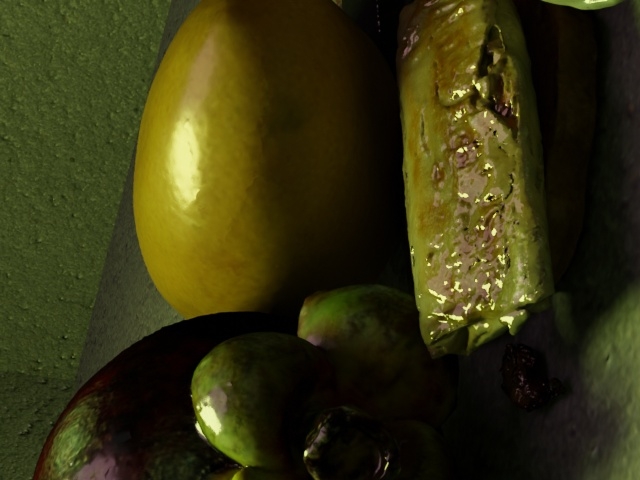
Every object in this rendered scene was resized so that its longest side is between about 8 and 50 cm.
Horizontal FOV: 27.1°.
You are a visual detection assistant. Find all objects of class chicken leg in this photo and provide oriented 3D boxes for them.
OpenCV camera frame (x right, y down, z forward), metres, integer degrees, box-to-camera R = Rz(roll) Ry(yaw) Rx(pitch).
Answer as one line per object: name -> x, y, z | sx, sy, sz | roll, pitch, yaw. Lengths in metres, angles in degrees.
chicken leg -> 0.138, 0.094, 0.879 | 0.036, 0.021, 0.083 | -66, 19, 13

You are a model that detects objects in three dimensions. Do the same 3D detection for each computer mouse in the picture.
computer mouse -> 0.065, -0.237, 1.237 | 0.122, 0.074, 0.217 | -141, 46, -66

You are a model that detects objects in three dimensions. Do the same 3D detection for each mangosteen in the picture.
mangosteen -> -0.044, 0.184, 0.928 | 0.330, 0.330, 0.330 | -170, 90, -75

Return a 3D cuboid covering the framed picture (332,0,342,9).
framed picture -> 0.006, -0.264, 1.400 | 0.199, 0.010, 0.195 | -8, 67, 36

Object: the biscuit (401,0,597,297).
biscuit -> 0.128, -0.070, 0.971 | 0.257, 0.049, 0.272 | 139, 137, -62

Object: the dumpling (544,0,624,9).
dumpling -> 0.176, -0.211, 0.775 | 0.229, 0.124, 0.151 | -31, 85, 44

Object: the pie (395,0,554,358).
pie -> 0.099, -0.054, 0.861 | 0.128, 0.068, 0.282 | -39, 43, 46

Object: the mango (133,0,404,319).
mango -> -0.040, -0.064, 1.098 | 0.445, 0.232, 0.300 | 92, -170, -77
